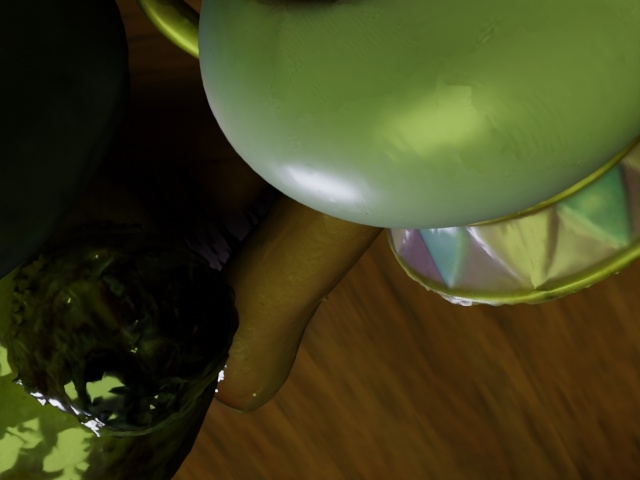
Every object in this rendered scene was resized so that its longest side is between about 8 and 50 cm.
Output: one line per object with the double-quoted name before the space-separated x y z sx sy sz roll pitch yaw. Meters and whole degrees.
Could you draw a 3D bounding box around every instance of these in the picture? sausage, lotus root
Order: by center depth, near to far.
"sausage" 0.000 0.000 0.618 0.043 0.043 0.186 27 139 -9
"lotus root" -0.139 0.052 0.645 0.309 0.173 0.173 -22 125 38

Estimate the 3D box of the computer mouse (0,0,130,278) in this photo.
"computer mouse" -0.169 -0.047 0.537 0.269 0.137 0.086 18 156 21

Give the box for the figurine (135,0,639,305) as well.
"figurine" -0.001 -0.105 0.422 0.189 0.142 0.263 -9 134 33
